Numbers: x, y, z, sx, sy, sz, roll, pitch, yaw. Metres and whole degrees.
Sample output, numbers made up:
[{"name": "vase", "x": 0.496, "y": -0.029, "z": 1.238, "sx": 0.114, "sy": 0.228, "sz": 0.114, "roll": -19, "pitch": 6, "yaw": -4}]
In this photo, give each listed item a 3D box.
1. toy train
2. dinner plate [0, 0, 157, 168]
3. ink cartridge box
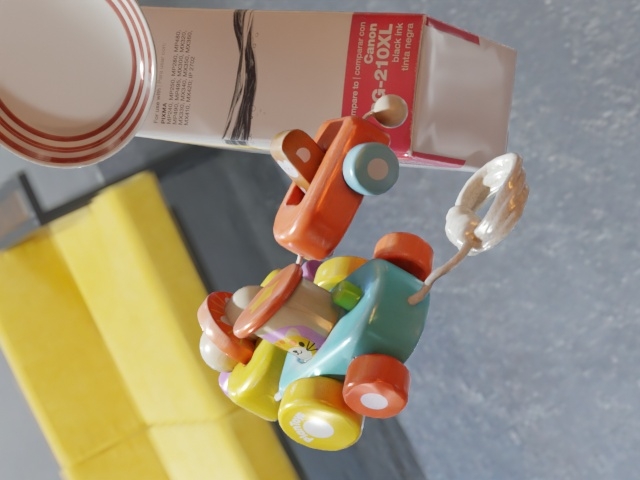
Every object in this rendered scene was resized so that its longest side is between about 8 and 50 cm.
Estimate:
[{"name": "toy train", "x": 0.000, "y": 0.000, "z": 0.466, "sx": 0.046, "sy": 0.125, "sz": 0.166, "roll": 29, "pitch": 178, "yaw": -17}, {"name": "dinner plate", "x": -0.167, "y": -0.115, "z": 0.902, "sx": 0.141, "sy": 0.141, "sz": 0.017, "roll": 68, "pitch": -160, "yaw": -10}, {"name": "ink cartridge box", "x": 0.001, "y": -0.110, "z": 1.051, "sx": 0.237, "sy": 0.172, "sz": 0.100, "roll": 7, "pitch": 92, "yaw": 29}]
